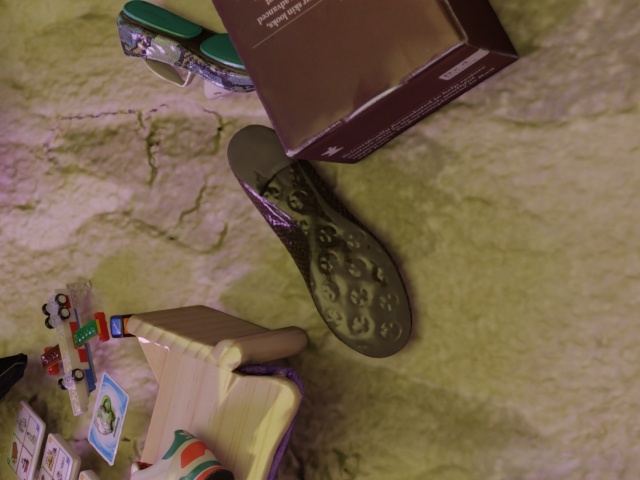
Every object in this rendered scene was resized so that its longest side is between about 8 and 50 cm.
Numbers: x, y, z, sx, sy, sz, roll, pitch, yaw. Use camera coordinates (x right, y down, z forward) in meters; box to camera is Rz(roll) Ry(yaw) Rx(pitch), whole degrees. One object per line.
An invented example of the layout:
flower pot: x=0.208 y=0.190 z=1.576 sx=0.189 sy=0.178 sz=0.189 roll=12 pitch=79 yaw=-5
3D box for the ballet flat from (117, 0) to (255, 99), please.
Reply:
ballet flat: x=-0.110 y=-0.168 z=1.593 sx=0.188 sy=0.070 sz=0.070 roll=27 pitch=102 yaw=27

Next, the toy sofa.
toy sofa: x=-0.108 y=0.250 z=1.535 sx=0.177 sy=0.150 sz=0.362 roll=18 pitch=98 yaw=21

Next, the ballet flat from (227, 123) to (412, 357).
ballet flat: x=0.000 y=0.000 z=1.538 sx=0.084 sy=0.058 sz=0.250 roll=-38 pitch=79 yaw=0

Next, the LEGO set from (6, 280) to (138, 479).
LEGO set: x=-0.222 y=0.156 z=1.629 sx=0.182 sy=0.060 sz=0.244 roll=38 pitch=121 yaw=44

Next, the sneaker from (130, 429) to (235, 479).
sneaker: x=-0.142 y=0.231 z=1.445 sx=0.161 sy=0.057 sz=0.075 roll=-52 pitch=56 yaw=17

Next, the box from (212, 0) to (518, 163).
box: x=-0.006 y=-0.277 z=1.491 sx=0.191 sy=0.143 sz=0.381 roll=-31 pitch=75 yaw=23

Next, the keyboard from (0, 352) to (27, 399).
keyboard: x=-0.446 y=0.188 z=1.676 sx=0.317 sy=0.201 sz=0.033 roll=-15 pitch=106 yaw=33
